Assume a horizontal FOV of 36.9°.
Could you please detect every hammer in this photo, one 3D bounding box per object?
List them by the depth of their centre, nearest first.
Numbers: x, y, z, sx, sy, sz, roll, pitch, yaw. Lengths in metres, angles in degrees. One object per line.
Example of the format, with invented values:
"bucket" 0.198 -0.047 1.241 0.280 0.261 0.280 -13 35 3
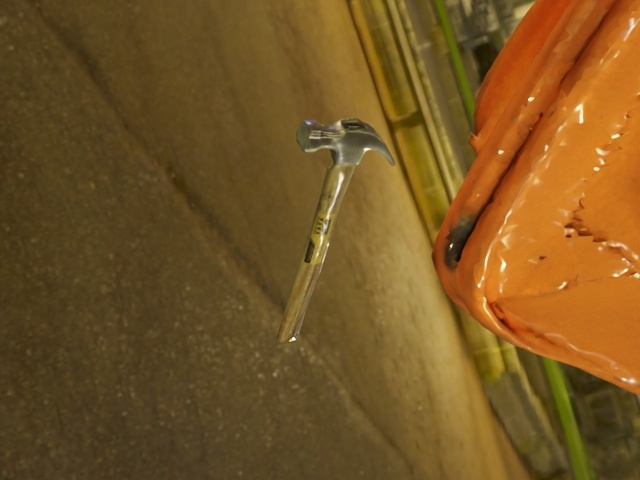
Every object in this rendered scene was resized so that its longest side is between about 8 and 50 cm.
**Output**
"hammer" 0.000 0.000 0.600 0.017 0.062 0.182 -116 -149 -41

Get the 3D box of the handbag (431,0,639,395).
"handbag" 0.238 -0.064 0.302 0.410 0.303 0.116 119 -6 -50
